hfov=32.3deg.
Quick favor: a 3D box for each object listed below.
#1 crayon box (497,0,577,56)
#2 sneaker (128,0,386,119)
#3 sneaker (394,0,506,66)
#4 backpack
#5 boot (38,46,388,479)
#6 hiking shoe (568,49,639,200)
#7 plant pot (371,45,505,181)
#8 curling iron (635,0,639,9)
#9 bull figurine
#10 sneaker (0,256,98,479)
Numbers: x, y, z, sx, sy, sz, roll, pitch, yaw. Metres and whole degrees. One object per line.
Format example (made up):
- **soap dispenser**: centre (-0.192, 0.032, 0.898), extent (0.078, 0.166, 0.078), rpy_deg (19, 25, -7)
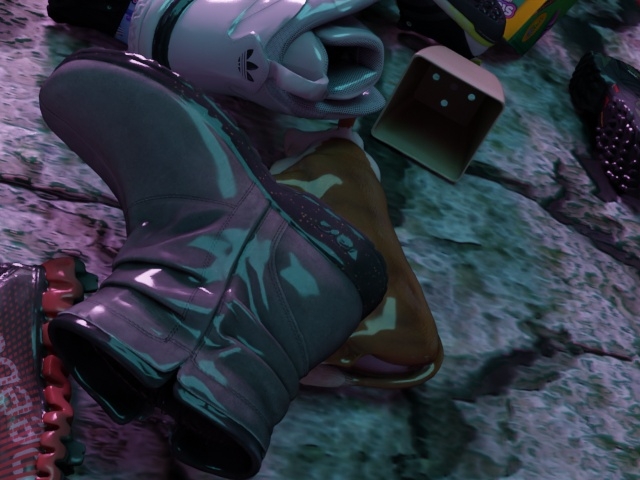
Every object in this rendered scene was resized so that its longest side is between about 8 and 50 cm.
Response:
- **crayon box**: centre (0.204, -0.383, 1.365), extent (0.278, 0.165, 0.081), rpy_deg (49, 14, 17)
- **sneaker**: centre (-0.002, -0.215, 1.097), extent (0.210, 0.137, 0.366), rpy_deg (19, 33, 25)
- **sneaker**: centre (0.108, -0.283, 1.277), extent (0.235, 0.097, 0.084), rpy_deg (39, 38, -12)
- **backpack**: centre (-0.173, -0.271, 1.141), extent (0.173, 0.117, 0.158), rpy_deg (24, 48, -9)
- **boot**: centre (-0.129, 0.004, 0.826), extent (0.338, 0.118, 0.222), rpy_deg (35, 50, 11)
- **hiking shoe**: centre (0.383, -0.139, 1.306), extent (0.114, 0.086, 0.226), rpy_deg (2, 51, -19)
- **plant pot**: centre (0.134, -0.149, 1.194), extent (0.109, 0.109, 0.096), rpy_deg (30, 34, 0)
- **curling iron**: centre (0.436, -0.326, 1.464), extent (0.068, 0.035, 0.274), rpy_deg (-38, 94, -31)
- **bull figurine**: centre (0.000, 0.000, 1.008), extent (0.189, 0.101, 0.310), rpy_deg (-9, 55, -26)
- **sneaker**: centre (-0.237, 0.123, 0.796), extent (0.135, 0.097, 0.276), rpy_deg (9, 48, -18)
